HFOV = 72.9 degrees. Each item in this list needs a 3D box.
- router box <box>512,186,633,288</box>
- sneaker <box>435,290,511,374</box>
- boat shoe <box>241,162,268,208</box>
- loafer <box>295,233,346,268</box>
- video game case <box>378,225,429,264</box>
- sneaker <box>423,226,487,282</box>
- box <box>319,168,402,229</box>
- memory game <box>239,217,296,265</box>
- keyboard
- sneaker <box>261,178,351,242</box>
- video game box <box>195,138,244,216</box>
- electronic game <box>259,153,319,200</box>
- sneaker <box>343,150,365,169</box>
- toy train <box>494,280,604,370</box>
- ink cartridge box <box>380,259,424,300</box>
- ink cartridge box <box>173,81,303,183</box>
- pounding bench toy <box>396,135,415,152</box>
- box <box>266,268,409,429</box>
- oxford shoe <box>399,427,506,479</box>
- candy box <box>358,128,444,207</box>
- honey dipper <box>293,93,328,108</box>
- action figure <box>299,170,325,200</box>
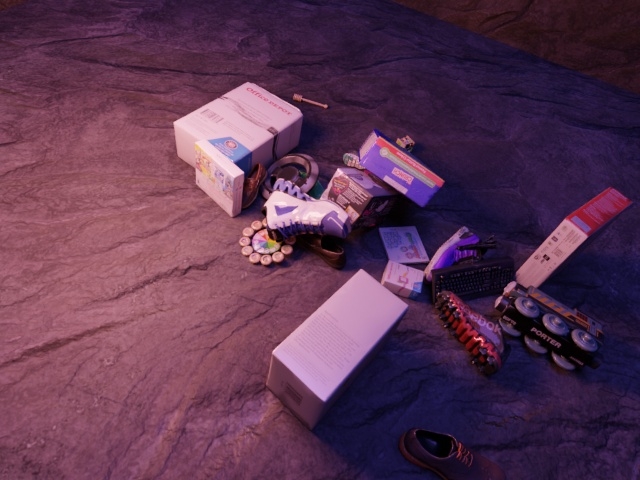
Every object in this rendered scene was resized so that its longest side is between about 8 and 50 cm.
[{"bbox_3d":[0.816,0.012,1.431,0.301,0.336,0.082,-25,60,-30],"label":"router box"},{"bbox_3d":[0.464,0.259,1.307,0.135,0.098,0.276,-21,61,-26],"label":"sneaker"},{"bbox_3d":[-0.248,-0.196,1.519,0.064,0.060,0.178,16,67,23],"label":"boat shoe"},{"bbox_3d":[0.000,0.000,1.426,0.220,0.078,0.080,33,52,15],"label":"loafer"},{"bbox_3d":[0.289,0.016,1.516,0.143,0.019,0.157,-3,53,-14],"label":"video game case"},{"bbox_3d":[0.472,0.069,1.459,0.146,0.102,0.293,40,54,19],"label":"sneaker"},{"bbox_3d":[0.141,-0.149,1.476,0.163,0.142,0.247,43,27,21],"label":"box"},{"bbox_3d":[-0.172,0.000,1.410,0.185,0.012,0.186,-1,55,1],"label":"memory game"},{"bbox_3d":[0.500,0.095,1.409,0.316,0.202,0.033,-8,9,-19],"label":"keyboard"},{"bbox_3d":[-0.068,-0.055,1.370,0.315,0.128,0.182,28,68,26],"label":"sneaker"},{"bbox_3d":[-0.341,-0.208,1.450,0.205,0.187,0.048,41,55,20],"label":"video game box"},{"bbox_3d":[-0.114,-0.225,1.559,0.229,0.048,0.230,-10,55,14],"label":"electronic game"},{"bbox_3d":[0.176,-0.313,1.733,0.166,0.065,0.076,35,49,14],"label":"sneaker"},{"bbox_3d":[0.709,0.257,1.348,0.333,0.142,0.190,32,40,16],"label":"toy train"},{"bbox_3d":[0.263,0.128,1.398,0.122,0.052,0.089,18,50,4],"label":"ink cartridge box"},{"bbox_3d":[-0.296,-0.397,1.626,0.285,0.166,0.395,34,54,15],"label":"ink cartridge box"},{"bbox_3d":[0.371,-0.397,1.847,0.065,0.052,0.083,-21,59,-27],"label":"pounding bench toy"},{"bbox_3d":[0.043,0.275,1.124,0.168,0.215,0.345,38,53,19],"label":"box"},{"bbox_3d":[0.331,0.535,1.052,0.271,0.098,0.097,19,50,4],"label":"oxford shoe"},{"bbox_3d":[0.273,-0.268,1.544,0.268,0.122,0.317,34,19,-8],"label":"candy box"},{"bbox_3d":[-0.043,-0.629,1.960,0.160,0.031,0.031,15,50,-2],"label":"honey dipper"},{"bbox_3d":[-0.034,-0.176,1.573,0.137,0.064,0.232,-13,53,-20],"label":"action figure"}]
